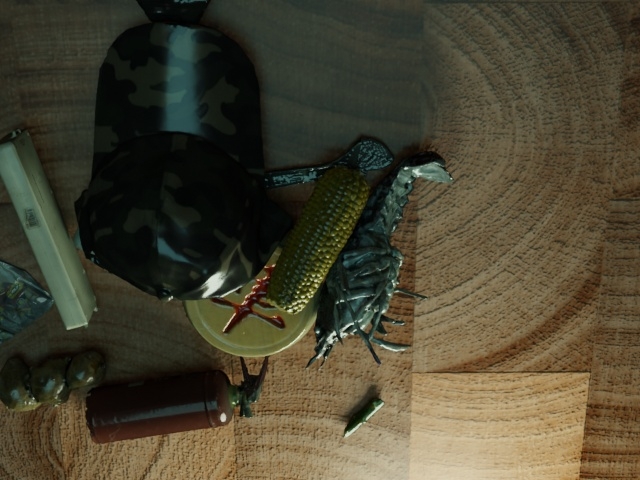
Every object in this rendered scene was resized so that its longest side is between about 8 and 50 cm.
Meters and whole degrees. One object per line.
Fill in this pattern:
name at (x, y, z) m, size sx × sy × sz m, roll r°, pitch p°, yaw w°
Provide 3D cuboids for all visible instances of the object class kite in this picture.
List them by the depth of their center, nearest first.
kite at (-0.597, 0.148, 1.671) m, size 0.141 × 0.015 × 0.245 m, roll 38°, pitch 102°, yaw -11°

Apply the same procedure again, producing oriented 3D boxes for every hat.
hat at (-0.232, -0.126, 1.435) m, size 0.366 × 0.257 × 0.382 m, roll -1°, pitch 120°, yaw 1°

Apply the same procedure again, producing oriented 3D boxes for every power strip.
power strip at (-0.460, -0.011, 1.565) m, size 0.043 × 0.106 × 0.367 m, roll -16°, pitch 109°, yaw 3°

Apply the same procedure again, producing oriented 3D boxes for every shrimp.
shrimp at (0.096, 0.041, 1.556) m, size 0.166 × 0.221 × 0.411 m, roll 15°, pitch 88°, yaw 29°

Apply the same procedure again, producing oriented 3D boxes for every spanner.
spanner at (-0.035, -0.113, 1.573) m, size 0.325 × 0.026 × 0.093 m, roll -8°, pitch 109°, yaw 4°

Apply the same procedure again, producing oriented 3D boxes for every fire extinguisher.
fire extinguisher at (-0.251, 0.273, 1.679) m, size 0.337 × 0.106 × 0.147 m, roll -9°, pitch 88°, yaw 2°

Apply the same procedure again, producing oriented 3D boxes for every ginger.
ginger at (-0.485, 0.250, 1.674) m, size 0.204 × 0.080 × 0.104 m, roll -10°, pitch 94°, yaw 6°

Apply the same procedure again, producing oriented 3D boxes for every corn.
corn at (-0.004, -0.003, 1.502) m, size 0.091 × 0.091 × 0.260 m, roll 30°, pitch 79°, yaw -16°

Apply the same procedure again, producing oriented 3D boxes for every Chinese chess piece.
Chinese chess piece at (-0.119, 0.082, 1.605) m, size 0.250 × 0.097 × 0.251 m, roll 0°, pitch 110°, yaw 1°

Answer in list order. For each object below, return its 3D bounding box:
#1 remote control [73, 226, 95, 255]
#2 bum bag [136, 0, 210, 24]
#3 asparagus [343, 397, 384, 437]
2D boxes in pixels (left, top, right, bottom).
remote control at (-0.326, -0.096, 1.565) m, size 0.103 × 0.051 × 0.293 m, roll 25°, pitch 106°, yaw -4°
bum bag at (-0.277, -0.471, 1.419) m, size 0.142 × 0.080 × 0.326 m, roll -28°, pitch 104°, yaw 2°
asparagus at (0.078, 0.331, 1.735) m, size 0.025 × 0.021 × 0.108 m, roll 41°, pitch 105°, yaw -9°
